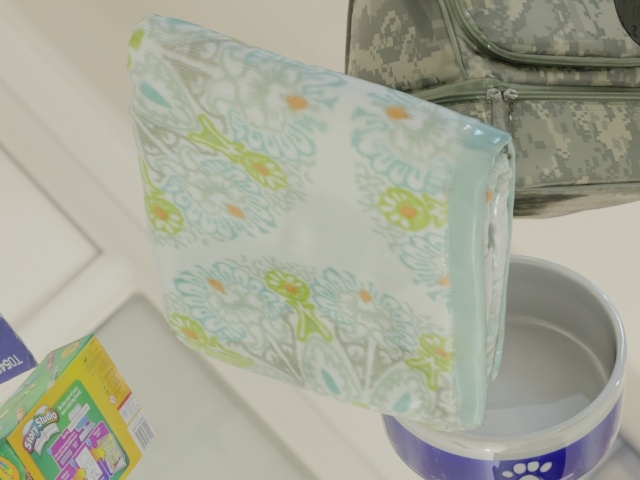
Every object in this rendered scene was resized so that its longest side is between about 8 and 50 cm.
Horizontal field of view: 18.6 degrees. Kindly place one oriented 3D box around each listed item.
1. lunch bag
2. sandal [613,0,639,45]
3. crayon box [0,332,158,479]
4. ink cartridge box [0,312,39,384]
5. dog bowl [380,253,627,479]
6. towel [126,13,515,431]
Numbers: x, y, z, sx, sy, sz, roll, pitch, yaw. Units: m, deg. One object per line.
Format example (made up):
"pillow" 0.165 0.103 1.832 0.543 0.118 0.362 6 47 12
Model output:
"lunch bag" 0.171 -0.155 1.801 0.305 0.256 0.213 -2 173 -37
"sandal" 0.397 -0.317 1.559 0.446 0.167 0.107 -41 170 25
"crayon box" -0.321 0.255 2.437 0.081 0.165 0.278 -23 -165 27
"ink cartridge box" -0.364 0.055 1.575 0.223 0.224 0.045 -27 -167 41
"dog bowl" 0.190 0.142 2.069 0.265 0.265 0.104 -38 143 -27
"towel" 0.000 0.000 1.628 0.374 0.321 0.090 88 25 -49
